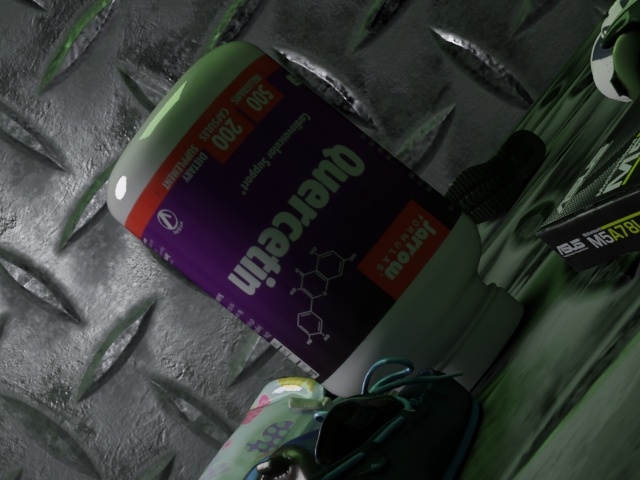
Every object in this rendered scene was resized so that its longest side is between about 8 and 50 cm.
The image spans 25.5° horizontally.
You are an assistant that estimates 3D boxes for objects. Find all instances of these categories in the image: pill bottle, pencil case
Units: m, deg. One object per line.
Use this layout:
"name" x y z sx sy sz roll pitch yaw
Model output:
"pill bottle" 0.000 0.000 1.136 0.181 0.323 0.181 -52 -1 -1
"pencil case" -0.061 0.250 1.397 0.124 0.113 0.273 -33 12 41

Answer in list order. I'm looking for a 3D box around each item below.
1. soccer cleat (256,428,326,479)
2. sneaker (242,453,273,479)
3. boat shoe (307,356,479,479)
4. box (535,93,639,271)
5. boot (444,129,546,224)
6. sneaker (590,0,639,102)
"soccer cleat" -0.029 0.249 1.144 0.121 0.093 0.289 -12 -32 -37
"sneaker" -0.006 0.198 1.213 0.144 0.053 0.059 -25 2 -26
"boat shoe" 0.044 0.129 0.930 0.109 0.089 0.258 -51 -1 14
"box" 0.227 -0.077 0.822 0.191 0.045 0.184 -51 9 -18
"boot" 0.217 -0.050 1.911 0.198 0.077 0.137 -36 -14 -32
"sneaker" 0.270 -0.155 1.192 0.153 0.094 0.235 -42 5 -28
